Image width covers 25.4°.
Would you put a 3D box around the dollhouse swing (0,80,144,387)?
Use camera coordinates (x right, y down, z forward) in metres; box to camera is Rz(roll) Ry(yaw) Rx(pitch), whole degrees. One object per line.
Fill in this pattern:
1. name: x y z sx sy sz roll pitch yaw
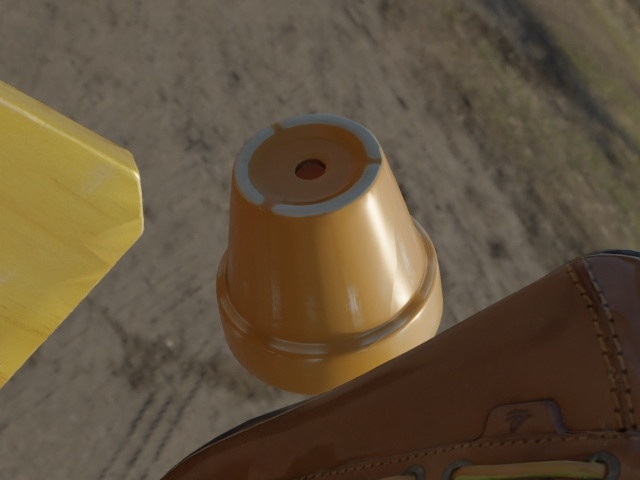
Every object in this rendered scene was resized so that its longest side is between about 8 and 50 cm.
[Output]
1. dollhouse swing: -0.354 -0.073 1.015 0.305 0.347 0.315 20 29 -53

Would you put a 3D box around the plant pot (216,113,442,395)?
1. plant pot: 0.000 0.000 1.250 0.188 0.205 0.205 80 -6 -46

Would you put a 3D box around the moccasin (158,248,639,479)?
1. moccasin: 0.017 0.149 0.586 0.139 0.380 0.147 41 40 -24
